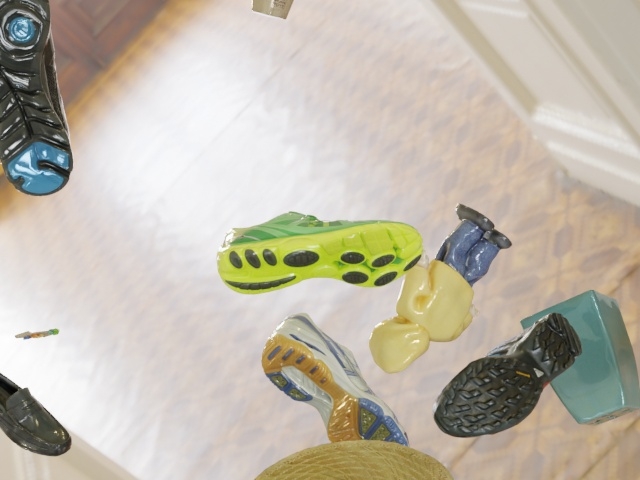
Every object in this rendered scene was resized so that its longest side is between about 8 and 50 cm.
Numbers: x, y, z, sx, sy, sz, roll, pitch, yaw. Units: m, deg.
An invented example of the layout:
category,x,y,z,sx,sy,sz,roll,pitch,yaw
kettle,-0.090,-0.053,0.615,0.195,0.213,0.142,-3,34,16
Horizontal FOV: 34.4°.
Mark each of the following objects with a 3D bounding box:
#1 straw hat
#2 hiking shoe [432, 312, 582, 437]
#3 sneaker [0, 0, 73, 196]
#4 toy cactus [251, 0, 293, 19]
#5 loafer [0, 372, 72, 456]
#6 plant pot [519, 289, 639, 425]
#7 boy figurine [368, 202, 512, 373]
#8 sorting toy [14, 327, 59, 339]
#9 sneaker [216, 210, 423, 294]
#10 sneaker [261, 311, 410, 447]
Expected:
category,x,y,z,sx,sy,sz,roll,pitch,yaw
straw hat,0.019,0.186,0.626,0.144,0.061,0.144,-7,21,3
hiking shoe,0.275,0.225,1.581,0.304,0.113,0.132,-25,-13,-35
sneaker,-0.423,-0.233,1.417,0.125,0.341,0.139,-9,12,-15
toy cactus,-0.019,-0.295,0.954,0.112,0.219,0.181,22,102,47
loafer,-0.516,0.290,1.765,0.076,0.223,0.078,-32,-32,-57
plant pot,0.543,0.248,2.097,0.165,0.165,0.234,-27,66,26
boy figurine,0.185,0.090,1.619,0.285,0.177,0.092,-55,38,-3
sorting toy,-0.521,0.174,1.917,0.083,0.062,0.012,-17,76,43
sneaker,0.000,0.000,1.456,0.295,0.109,0.123,-3,37,-8
sneaker,0.042,0.225,1.561,0.112,0.296,0.131,-34,14,26
